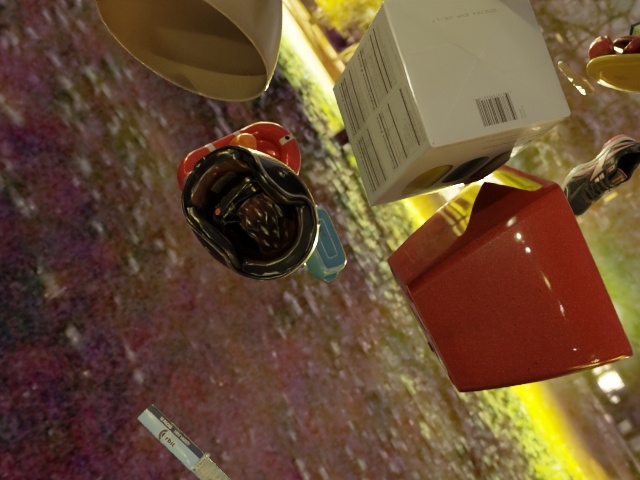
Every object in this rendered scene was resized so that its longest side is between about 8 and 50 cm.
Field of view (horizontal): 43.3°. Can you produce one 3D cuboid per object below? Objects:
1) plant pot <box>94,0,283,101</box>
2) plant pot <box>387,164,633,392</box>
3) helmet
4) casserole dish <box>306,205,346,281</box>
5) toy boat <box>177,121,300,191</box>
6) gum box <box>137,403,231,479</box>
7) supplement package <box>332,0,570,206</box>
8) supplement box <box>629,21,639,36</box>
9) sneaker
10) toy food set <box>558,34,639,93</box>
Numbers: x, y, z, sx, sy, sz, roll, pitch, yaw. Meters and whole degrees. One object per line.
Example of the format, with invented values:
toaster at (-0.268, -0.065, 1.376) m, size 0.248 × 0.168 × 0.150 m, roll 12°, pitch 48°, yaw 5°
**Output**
plant pot at (-0.170, -0.374, 1.229) m, size 0.284 × 0.190 × 0.284 m, roll 22°, pitch -19°, yaw 8°
plant pot at (0.250, 0.070, 1.181) m, size 0.267 × 0.236 × 0.267 m, roll 62°, pitch 1°, yaw -12°
helmet at (-0.084, -0.032, 1.050) m, size 0.161 × 0.169 × 0.169 m, roll 40°, pitch 20°, yaw -49°
casserole dish at (0.000, 0.000, 1.812) m, size 0.114 × 0.037 × 0.188 m, roll -20°, pitch 86°, yaw -48°
toy boat at (-0.141, -0.142, 1.467) m, size 0.151 × 0.231 × 0.151 m, roll 55°, pitch -24°, yaw 13°
gum box at (-0.248, 0.401, 1.515) m, size 0.157 × 0.041 × 0.184 m, roll 34°, pitch -20°, yaw 32°
supplement package at (0.164, -0.191, 1.104) m, size 0.262 × 0.199 × 0.197 m, roll 134°, pitch -59°, yaw -71°
supplement box at (0.580, -0.334, 1.360) m, size 0.083 × 0.083 × 0.056 m, roll 53°, pitch -20°, yaw 41°
sneaker at (0.497, -0.113, 1.413) m, size 0.072 × 0.178 × 0.077 m, roll 38°, pitch 5°, yaw -19°
toy food set at (0.443, -0.255, 1.107) m, size 0.218 × 0.071 × 0.128 m, roll 10°, pitch -6°, yaw 45°
